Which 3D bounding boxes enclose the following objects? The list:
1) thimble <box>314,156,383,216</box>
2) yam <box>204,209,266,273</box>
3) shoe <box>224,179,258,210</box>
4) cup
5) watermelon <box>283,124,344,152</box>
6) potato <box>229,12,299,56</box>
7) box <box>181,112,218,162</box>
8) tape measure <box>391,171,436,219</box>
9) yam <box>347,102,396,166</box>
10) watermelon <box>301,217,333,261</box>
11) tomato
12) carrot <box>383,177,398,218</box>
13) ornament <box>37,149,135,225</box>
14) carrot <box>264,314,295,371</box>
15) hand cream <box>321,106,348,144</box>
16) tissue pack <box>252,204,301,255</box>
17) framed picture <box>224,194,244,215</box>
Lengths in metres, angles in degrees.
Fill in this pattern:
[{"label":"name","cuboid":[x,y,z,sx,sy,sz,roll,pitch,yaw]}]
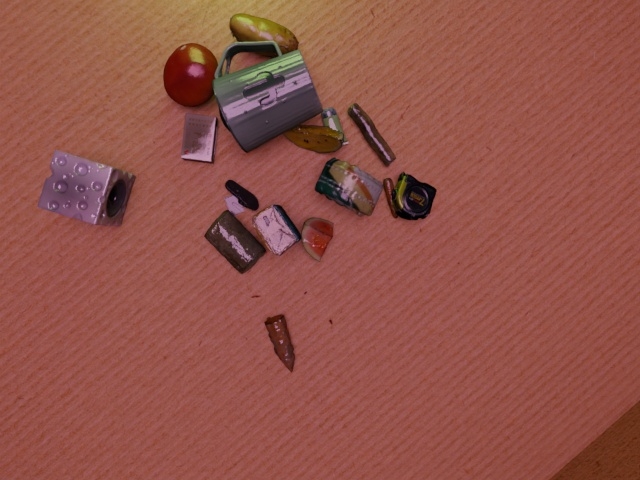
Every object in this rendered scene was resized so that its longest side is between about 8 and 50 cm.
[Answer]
[{"label":"thimble","cuboid":[0.128,-0.223,1.842,0.288,0.254,0.168,27,93,-30]},{"label":"yam","cuboid":[-0.373,0.007,1.863,0.161,0.161,0.268,-43,96,-2]},{"label":"shoe","cuboid":[-0.352,-0.196,1.908,0.179,0.049,0.071,39,52,-14]},{"label":"cup","cuboid":[-0.231,-0.608,1.739,0.391,0.310,0.401,-23,117,5]},{"label":"watermelon","cuboid":[-0.021,-0.452,1.878,0.300,0.129,0.123,15,99,22]},{"label":"potato","cuboid":[-0.242,-0.873,1.843,0.299,0.173,0.140,15,96,-10]},{"label":"box","cuboid":[-0.531,-0.448,1.890,0.140,0.058,0.201,5,90,-4]},{"label":"tape measure","cuboid":[0.402,-0.183,1.913,0.198,0.112,0.186,25,77,-8]},{"label":"yam","cuboid":[0.232,-0.476,1.933,0.071,0.067,0.318,-38,93,-30]},{"label":"watermelon","cuboid":[-0.015,-0.004,1.895,0.137,0.192,0.146,45,123,34]},{"label":"tomato","cuboid":[-0.548,-0.698,1.803,0.259,0.180,0.260,-7,75,28]},{"label":"carrot","cuboid":[0.325,-0.191,1.956,0.047,0.047,0.191,-15,94,-3]},{"label":"ornament","cuboid":[-0.954,-0.208,1.778,0.239,0.240,0.239,18,90,-3]},{"label":"carrot","cuboid":[-0.167,0.463,1.913,0.101,0.102,0.263,-19,93,-3]},{"label":"hand cream","cuboid":[0.057,-0.508,1.934,0.095,0.046,0.175,-19,99,-4]},{"label":"tissue pack","cuboid":[-0.182,-0.046,1.816,0.134,0.271,0.192,-36,92,1]},{"label":"framed picture","cuboid":[-0.386,-0.161,1.930,0.066,0.006,0.089,-23,93,-3]}]
